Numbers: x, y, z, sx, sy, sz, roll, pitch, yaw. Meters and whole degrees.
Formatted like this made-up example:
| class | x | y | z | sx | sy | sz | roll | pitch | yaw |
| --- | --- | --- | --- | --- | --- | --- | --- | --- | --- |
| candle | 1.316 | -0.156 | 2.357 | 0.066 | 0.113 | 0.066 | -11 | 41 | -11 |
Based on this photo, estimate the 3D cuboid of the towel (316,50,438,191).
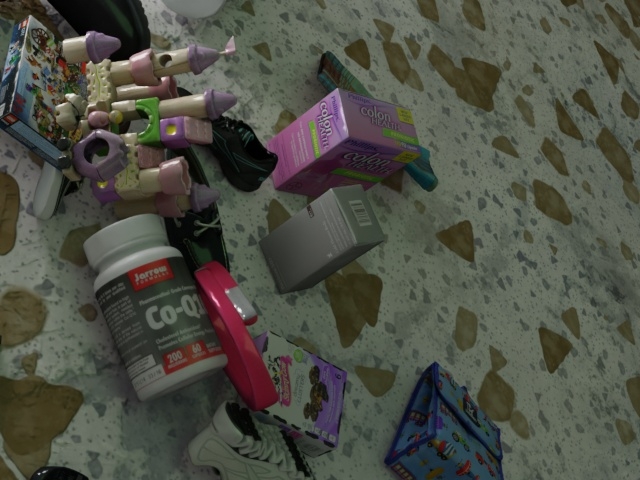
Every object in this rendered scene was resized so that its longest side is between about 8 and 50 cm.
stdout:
| class | x | y | z | sx | sy | sz | roll | pitch | yaw |
| --- | --- | --- | --- | --- | --- | --- | --- | --- | --- |
| towel | 0.133 | -0.282 | 2.332 | 0.370 | 0.040 | 0.271 | 44 | 16 | -14 |

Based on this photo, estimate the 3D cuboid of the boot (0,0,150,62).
| class | x | y | z | sx | sy | sz | roll | pitch | yaw |
| --- | --- | --- | --- | --- | --- | --- | --- | --- | --- |
| boot | -0.557 | -0.438 | 1.762 | 0.445 | 0.146 | 0.367 | -22 | 76 | -51 |

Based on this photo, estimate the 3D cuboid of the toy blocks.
| class | x | y | z | sx | sy | sz | roll | pitch | yaw |
| --- | --- | --- | --- | --- | --- | --- | --- | --- | --- |
| toy blocks | -0.265 | -0.207 | 1.695 | 0.309 | 0.260 | 0.289 | 61 | 23 | -72 |

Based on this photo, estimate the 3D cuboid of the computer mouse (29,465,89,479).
| class | x | y | z | sx | sy | sz | roll | pitch | yaw |
| --- | --- | --- | --- | --- | --- | --- | --- | --- | --- |
| computer mouse | -0.344 | 0.414 | 1.525 | 0.242 | 0.041 | 0.071 | 41 | 52 | -27 |

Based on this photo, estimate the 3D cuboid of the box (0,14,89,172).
| class | x | y | z | sx | sy | sz | roll | pitch | yaw |
| --- | --- | --- | --- | --- | --- | --- | --- | --- | --- |
| box | -0.457 | -0.244 | 1.684 | 0.159 | 0.044 | 0.233 | 40 | 36 | -42 |

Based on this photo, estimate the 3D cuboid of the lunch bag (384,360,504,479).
| class | x | y | z | sx | sy | sz | roll | pitch | yaw |
| --- | --- | --- | --- | --- | --- | --- | --- | --- | --- |
| lunch bag | 0.275 | 0.405 | 2.076 | 0.221 | 0.138 | 0.293 | 44 | 30 | -12 |

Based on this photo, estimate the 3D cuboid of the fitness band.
| class | x | y | z | sx | sy | sz | roll | pitch | yaw |
| --- | --- | --- | --- | --- | --- | --- | --- | --- | --- |
| fitness band | -0.151 | 0.162 | 1.706 | 0.054 | 0.209 | 0.291 | -20 | 41 | -18 |

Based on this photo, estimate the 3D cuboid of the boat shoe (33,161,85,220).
| class | x | y | z | sx | sy | sz | roll | pitch | yaw |
| --- | --- | --- | --- | --- | --- | --- | --- | --- | --- |
| boat shoe | -0.437 | -0.119 | 1.731 | 0.070 | 0.077 | 0.219 | 28 | 47 | -28 |

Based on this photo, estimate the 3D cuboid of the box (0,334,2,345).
| class | x | y | z | sx | sy | sz | roll | pitch | yaw |
| --- | --- | --- | --- | --- | --- | --- | --- | --- | --- |
| box | -0.526 | 0.167 | 1.511 | 0.083 | 0.018 | 0.067 | 19 | 53 | -35 |

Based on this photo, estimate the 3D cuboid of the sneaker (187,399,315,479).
| class | x | y | z | sx | sy | sz | roll | pitch | yaw |
| --- | --- | --- | --- | --- | --- | --- | --- | --- | --- |
| sneaker | -0.114 | 0.376 | 1.722 | 0.292 | 0.118 | 0.110 | 43 | 10 | -42 |

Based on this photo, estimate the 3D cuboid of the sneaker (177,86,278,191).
| class | x | y | z | sx | sy | sz | roll | pitch | yaw |
| --- | --- | --- | --- | --- | --- | --- | --- | --- | --- |
| sneaker | -0.195 | -0.219 | 2.009 | 0.267 | 0.106 | 0.101 | 43 | 44 | -14 |

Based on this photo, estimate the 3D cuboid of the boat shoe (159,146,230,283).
| class | x | y | z | sx | sy | sz | roll | pitch | yaw |
| --- | --- | --- | --- | --- | --- | --- | --- | --- | --- |
| boat shoe | -0.239 | -0.048 | 1.866 | 0.114 | 0.091 | 0.303 | -20 | 80 | -48 |

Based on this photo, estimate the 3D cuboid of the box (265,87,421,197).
| class | x | y | z | sx | sy | sz | roll | pitch | yaw |
| --- | --- | --- | --- | --- | --- | --- | --- | --- | --- |
| box | 0.047 | -0.193 | 2.119 | 0.213 | 0.243 | 0.117 | 9 | 59 | -41 |

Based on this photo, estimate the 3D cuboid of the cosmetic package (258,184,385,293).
| class | x | y | z | sx | sy | sz | roll | pitch | yaw |
| --- | --- | --- | --- | --- | --- | --- | --- | --- | --- |
| cosmetic package | 0.000 | 0.000 | 1.959 | 0.107 | 0.238 | 0.127 | -10 | 70 | -49 |

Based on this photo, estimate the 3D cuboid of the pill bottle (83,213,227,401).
| class | x | y | z | sx | sy | sz | roll | pitch | yaw |
| --- | --- | --- | --- | --- | --- | --- | --- | --- | --- |
| pill bottle | -0.280 | 0.110 | 1.675 | 0.161 | 0.161 | 0.283 | -15 | 77 | -48 |

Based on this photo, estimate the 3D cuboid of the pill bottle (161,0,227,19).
| class | x | y | z | sx | sy | sz | roll | pitch | yaw |
| --- | --- | --- | --- | --- | --- | --- | --- | --- | --- |
| pill bottle | -0.219 | -0.645 | 2.175 | 0.204 | 0.204 | 0.361 | 41 | 43 | -18 |

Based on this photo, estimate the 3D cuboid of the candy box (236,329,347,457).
| class | x | y | z | sx | sy | sz | roll | pitch | yaw |
| --- | --- | --- | --- | --- | --- | --- | --- | --- | --- |
| candy box | -0.053 | 0.284 | 1.853 | 0.196 | 0.070 | 0.165 | 31 | 48 | -26 |

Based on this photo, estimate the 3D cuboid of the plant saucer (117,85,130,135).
| class | x | y | z | sx | sy | sz | roll | pitch | yaw |
| --- | --- | --- | --- | --- | --- | --- | --- | --- | --- |
| plant saucer | -0.422 | -0.262 | 1.874 | 0.168 | 0.029 | 0.169 | 23 | 52 | -32 |
